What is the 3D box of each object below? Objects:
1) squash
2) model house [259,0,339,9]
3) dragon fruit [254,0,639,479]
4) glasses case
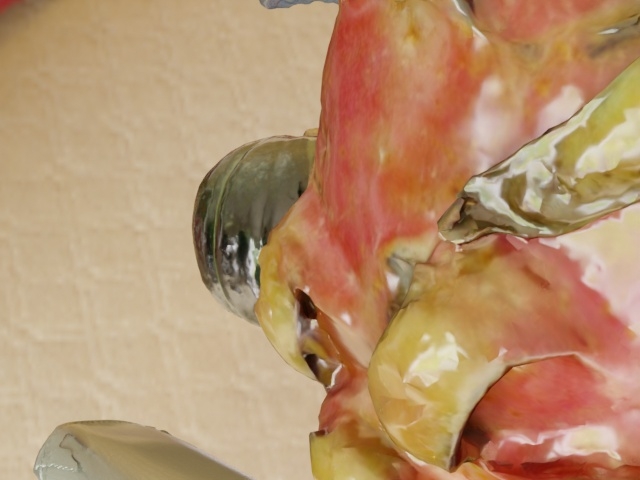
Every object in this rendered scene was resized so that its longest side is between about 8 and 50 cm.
[{"bbox_3d":[0.001,-0.005,1.501,0.218,0.218,0.172,-10,82,-18],"label":"squash"},{"bbox_3d":[0.003,-0.242,1.130,0.183,0.166,0.172,46,67,0],"label":"model house"},{"bbox_3d":[0.099,0.005,0.704,0.263,0.296,0.314,-49,39,5],"label":"dragon fruit"},{"bbox_3d":[-0.052,0.218,1.267,0.308,0.083,0.128,27,19,27],"label":"glasses case"}]
